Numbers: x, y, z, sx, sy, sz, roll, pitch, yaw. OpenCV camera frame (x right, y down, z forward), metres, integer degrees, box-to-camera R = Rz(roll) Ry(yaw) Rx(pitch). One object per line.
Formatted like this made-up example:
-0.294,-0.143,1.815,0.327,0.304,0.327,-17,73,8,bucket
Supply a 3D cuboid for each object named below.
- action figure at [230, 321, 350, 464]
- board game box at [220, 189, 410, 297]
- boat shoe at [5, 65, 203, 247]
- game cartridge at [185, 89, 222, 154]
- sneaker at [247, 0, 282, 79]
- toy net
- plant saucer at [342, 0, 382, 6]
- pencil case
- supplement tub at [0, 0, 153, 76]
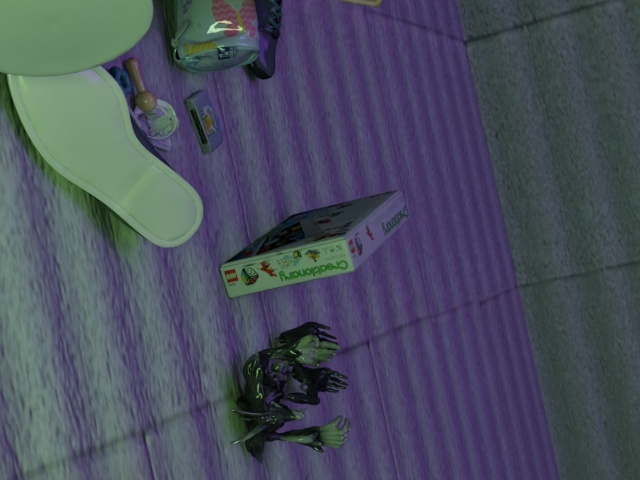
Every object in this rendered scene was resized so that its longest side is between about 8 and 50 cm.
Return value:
-0.031,0.203,1.739,0.275,0.141,0.164,-46,132,-67,action figure
0.000,0.000,1.850,0.305,0.193,0.053,-39,114,-66,board game box
-0.259,-0.115,1.451,0.099,0.116,0.319,35,-12,52,boat shoe
-0.163,-0.168,1.782,0.056,0.017,0.083,-61,134,-65,game cartridge
-0.085,-0.368,1.971,0.083,0.098,0.223,-5,83,-68,sneaker
-0.232,-0.188,1.579,0.122,0.045,0.232,-83,151,-41,toy net
-0.072,-0.489,1.725,0.333,0.081,0.333,1,83,-36,plant saucer
-0.160,-0.371,1.769,0.113,0.124,0.273,128,-46,-79,pencil case
-0.283,-0.344,1.242,0.228,0.228,0.316,33,40,-61,supplement tub
